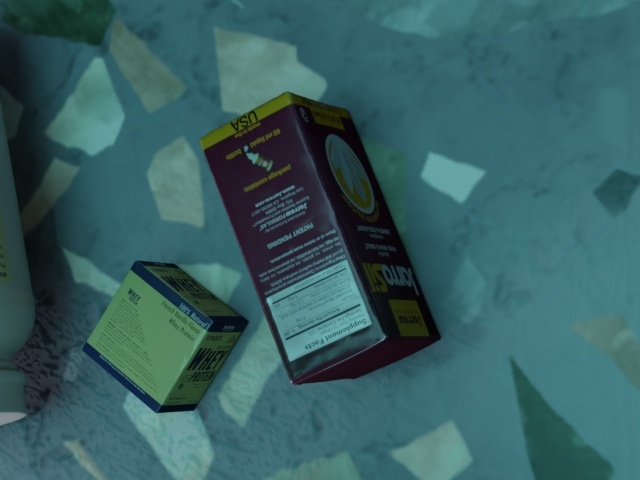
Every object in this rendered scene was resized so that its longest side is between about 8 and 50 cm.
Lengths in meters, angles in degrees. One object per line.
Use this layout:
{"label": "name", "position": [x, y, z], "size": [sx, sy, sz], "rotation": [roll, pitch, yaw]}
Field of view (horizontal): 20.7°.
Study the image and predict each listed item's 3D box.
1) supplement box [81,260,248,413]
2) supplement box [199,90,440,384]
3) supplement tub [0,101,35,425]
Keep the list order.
{"label": "supplement box", "position": [-0.116, 0.072, 1.311], "size": [0.083, 0.056, 0.083], "rotation": [37, 103, 23]}
{"label": "supplement box", "position": [0.000, 0.000, 1.234], "size": [0.081, 0.104, 0.188], "rotation": [-27, 76, 21]}
{"label": "supplement tub", "position": [-0.346, -0.010, 1.327], "size": [0.235, 0.235, 0.325], "rotation": [-15, 80, 24]}
